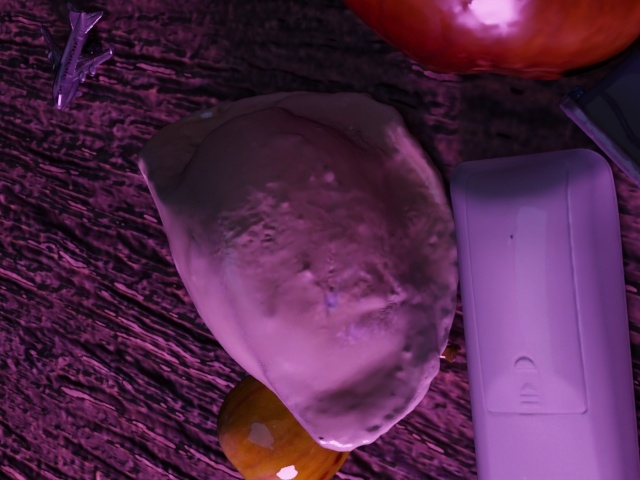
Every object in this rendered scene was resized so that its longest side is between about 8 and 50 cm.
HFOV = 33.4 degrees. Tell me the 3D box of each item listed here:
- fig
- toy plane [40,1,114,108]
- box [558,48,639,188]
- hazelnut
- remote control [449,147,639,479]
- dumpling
[{"bbox_3d":[0.010,0.107,0.729,0.166,0.093,0.093,-32,74,-7],"label":"fig"},{"bbox_3d":[-0.195,-0.145,0.847,0.078,0.031,0.083,21,105,30],"label":"toy plane"},{"bbox_3d":[0.186,-0.057,0.587,0.054,0.074,0.099,-45,71,16],"label":"box"},{"bbox_3d":[0.094,-0.164,0.585,0.204,0.178,0.178,9,101,4],"label":"hazelnut"},{"bbox_3d":[0.134,0.094,0.644,0.103,0.051,0.293,-5,93,31],"label":"remote control"},{"bbox_3d":[0.000,0.000,0.681,0.179,0.131,0.252,-26,68,-13],"label":"dumpling"}]
